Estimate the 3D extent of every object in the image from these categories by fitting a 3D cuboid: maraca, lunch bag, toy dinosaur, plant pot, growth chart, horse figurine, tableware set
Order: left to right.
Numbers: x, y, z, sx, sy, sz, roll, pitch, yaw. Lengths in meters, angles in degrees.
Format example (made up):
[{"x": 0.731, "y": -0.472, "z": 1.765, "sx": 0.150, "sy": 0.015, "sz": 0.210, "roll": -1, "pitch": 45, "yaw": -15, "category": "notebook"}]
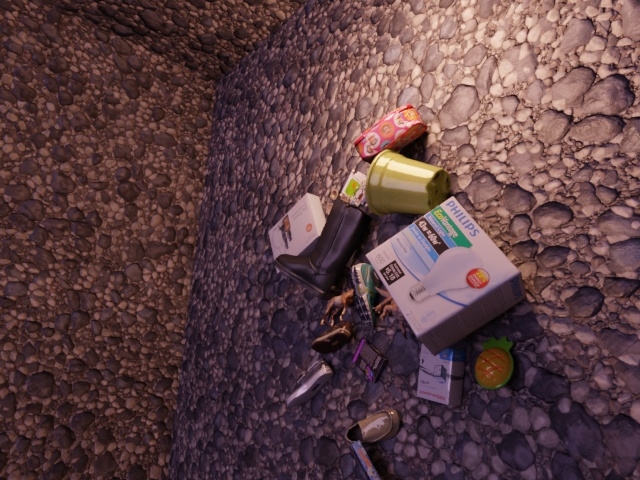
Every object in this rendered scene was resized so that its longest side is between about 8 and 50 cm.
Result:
[{"x": 0.080, "y": -0.179, "z": 2.299, "sx": 0.168, "sy": 0.020, "sz": 0.141, "roll": 40, "pitch": 118, "yaw": 50, "category": "tableware set"}, {"x": 0.086, "y": 0.303, "z": 2.080, "sx": 0.263, "sy": 0.066, "sz": 0.174, "roll": -40, "pitch": 19, "yaw": 48, "category": "horse figurine"}, {"x": 0.186, "y": -0.247, "z": 2.206, "sx": 0.237, "sy": 0.021, "sz": 0.172, "roll": 33, "pitch": 105, "yaw": 51, "category": "growth chart"}, {"x": 0.307, "y": -0.438, "z": 1.945, "sx": 0.293, "sy": 0.258, "sz": 0.120, "roll": -32, "pitch": 80, "yaw": 22, "category": "lunch bag"}, {"x": 0.325, "y": 0.241, "z": 1.797, "sx": 0.200, "sy": 0.127, "sz": 0.296, "roll": -53, "pitch": 25, "yaw": 11, "category": "toy dinosaur"}, {"x": 0.361, "y": -0.209, "z": 1.810, "sx": 0.254, "sy": 0.276, "sz": 0.276, "roll": 18, "pitch": 92, "yaw": 40, "category": "plant pot"}, {"x": 0.560, "y": 0.390, "z": 1.468, "sx": 0.127, "sy": 0.099, "sz": 0.186, "roll": -12, "pitch": 43, "yaw": 43, "category": "maraca"}]

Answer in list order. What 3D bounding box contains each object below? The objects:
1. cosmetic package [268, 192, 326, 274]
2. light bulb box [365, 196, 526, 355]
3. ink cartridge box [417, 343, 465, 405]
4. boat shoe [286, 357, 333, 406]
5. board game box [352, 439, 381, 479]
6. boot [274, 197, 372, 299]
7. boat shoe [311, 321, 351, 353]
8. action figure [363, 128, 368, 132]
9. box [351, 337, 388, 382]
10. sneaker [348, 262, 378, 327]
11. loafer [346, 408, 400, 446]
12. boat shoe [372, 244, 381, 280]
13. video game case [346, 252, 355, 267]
[{"x": -0.121, "y": -0.028, "z": 2.456, "sx": 0.377, "sy": 0.097, "sz": 0.284, "roll": -42, "pitch": 51, "yaw": 35, "category": "cosmetic package"}, {"x": 0.410, "y": 0.117, "z": 1.515, "sx": 0.361, "sy": 0.225, "sz": 0.358, "roll": -35, "pitch": 53, "yaw": 6, "category": "light bulb box"}, {"x": 0.426, "y": 0.470, "z": 1.616, "sx": 0.139, "sy": 0.082, "sz": 0.191, "roll": -5, "pitch": 73, "yaw": 51, "category": "ink cartridge box"}, {"x": -0.063, "y": 0.663, "z": 2.140, "sx": 0.301, "sy": 0.108, "sz": 0.102, "roll": -51, "pitch": 44, "yaw": 24, "category": "boat shoe"}, {"x": 0.189, "y": 0.883, "z": 1.742, "sx": 0.201, "sy": 0.035, "sz": 0.136, "roll": 54, "pitch": 164, "yaw": 44, "category": "board game box"}, {"x": 0.002, "y": 0.001, "z": 2.166, "sx": 0.367, "sy": 0.146, "sz": 0.445, "roll": 31, "pitch": 106, "yaw": 28, "category": "boot"}, {"x": 0.059, "y": 0.441, "z": 2.095, "sx": 0.257, "sy": 0.095, "sz": 0.095, "roll": -34, "pitch": 22, "yaw": 43, "category": "boat shoe"}, {"x": 0.221, "y": -0.488, "z": 2.239, "sx": 0.038, "sy": 0.030, "sz": 0.115, "roll": -14, "pitch": 70, "yaw": 43, "category": "action figure"}, {"x": 0.205, "y": 0.503, "z": 1.923, "sx": 0.162, "sy": 0.029, "sz": 0.116, "roll": 38, "pitch": 109, "yaw": 51, "category": "box"}, {"x": 0.205, "y": 0.233, "z": 1.953, "sx": 0.107, "sy": 0.110, "sz": 0.275, "roll": 164, "pitch": 97, "yaw": -66, "category": "sneaker"}, {"x": 0.202, "y": 0.743, "z": 1.793, "sx": 0.268, "sy": 0.092, "sz": 0.102, "roll": -46, "pitch": 46, "yaw": 32, "category": "loafer"}, {"x": 0.259, "y": 0.093, "z": 1.948, "sx": 0.065, "sy": 0.083, "sz": 0.183, "roll": -39, "pitch": 50, "yaw": 37, "category": "boat shoe"}, {"x": 0.114, "y": 0.017, "z": 2.205, "sx": 0.173, "sy": 0.022, "sz": 0.190, "roll": 22, "pitch": 95, "yaw": 52, "category": "video game case"}]
